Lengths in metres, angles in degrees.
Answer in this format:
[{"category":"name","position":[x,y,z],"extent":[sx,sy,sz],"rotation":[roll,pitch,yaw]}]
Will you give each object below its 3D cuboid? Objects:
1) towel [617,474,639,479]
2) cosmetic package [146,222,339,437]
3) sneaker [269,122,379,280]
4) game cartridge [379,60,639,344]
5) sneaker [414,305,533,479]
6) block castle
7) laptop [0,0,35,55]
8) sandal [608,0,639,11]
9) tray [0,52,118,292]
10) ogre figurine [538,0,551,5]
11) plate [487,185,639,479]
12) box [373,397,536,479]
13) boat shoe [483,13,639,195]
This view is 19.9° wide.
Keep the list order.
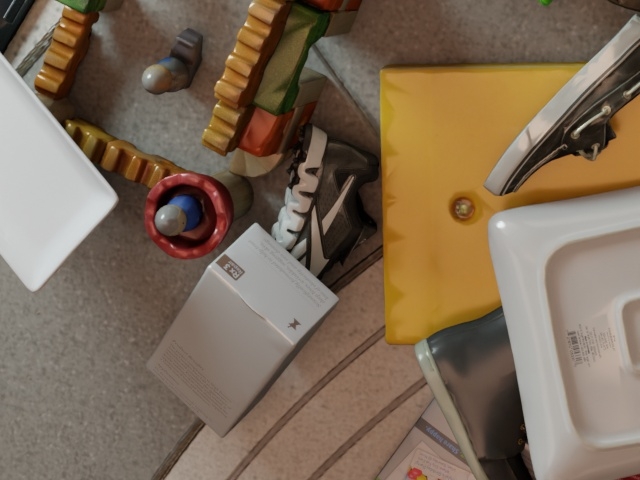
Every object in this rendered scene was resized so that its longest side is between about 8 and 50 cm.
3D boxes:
[{"category":"towel","position":[0.411,0.259,1.794],"extent":[0.329,0.037,0.237],"rotation":[20,104,3]},{"category":"cosmetic package","position":[-0.081,0.093,1.819],"extent":[0.117,0.085,0.231],"rotation":[43,143,3]},{"category":"sneaker","position":[0.000,0.000,1.847],"extent":[0.106,0.078,0.234],"rotation":[13,115,-8]},{"category":"game cartridge","position":[0.221,-0.034,1.807],"extent":[0.323,0.052,0.285],"rotation":[1,100,11]},{"category":"sneaker","position":[0.193,0.174,1.787],"extent":[0.118,0.083,0.222],"rotation":[-27,101,11]},{"category":"block castle","position":[-0.140,-0.233,1.773],"extent":[0.303,0.213,0.453],"rotation":[25,104,8]},{"category":"laptop","position":[-0.410,-0.332,1.862],"extent":[0.264,0.136,0.234],"rotation":[36,106,6]},{"category":"sandal","position":[0.335,-0.254,1.727],"extent":[0.219,0.060,0.090],"rotation":[12,95,-10]},{"category":"tray","position":[-0.310,-0.095,1.757],"extent":[0.270,0.030,0.145],"rotation":[50,118,10]},{"category":"ogre figurine","position":[0.200,-0.337,1.734],"extent":[0.118,0.097,0.197],"rotation":[17,115,-1]},{"category":"plate","position":[0.317,0.084,1.724],"extent":[0.278,0.045,0.277],"rotation":[-11,93,1]},{"category":"box","position":[0.137,0.257,1.881],"extent":[0.145,0.038,0.186],"rotation":[37,107,6]},{"category":"boat shoe","position":[0.246,-0.113,1.722],"extent":[0.070,0.078,0.219],"rotation":[45,103,3]}]
